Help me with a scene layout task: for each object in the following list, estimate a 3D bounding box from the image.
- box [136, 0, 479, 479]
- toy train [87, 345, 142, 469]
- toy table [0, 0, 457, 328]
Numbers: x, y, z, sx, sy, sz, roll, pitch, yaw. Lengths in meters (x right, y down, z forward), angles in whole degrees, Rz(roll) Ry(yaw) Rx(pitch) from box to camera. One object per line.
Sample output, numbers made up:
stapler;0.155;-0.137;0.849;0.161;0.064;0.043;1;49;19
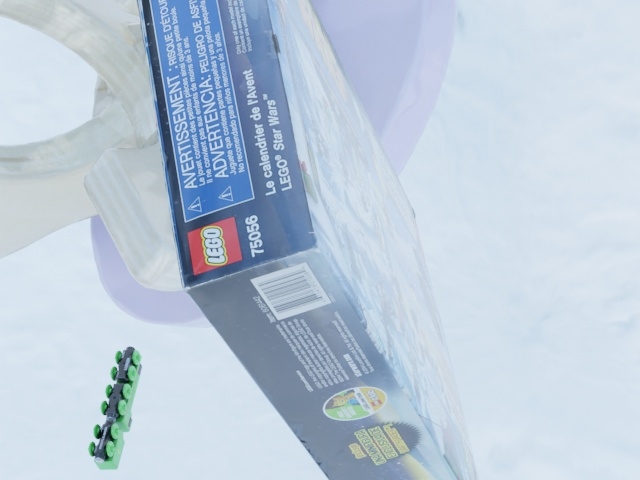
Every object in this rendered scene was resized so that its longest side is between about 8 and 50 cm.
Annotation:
box;0.000;0.000;0.392;0.027;0.137;0.094;-17;56;9
toy train;-0.122;0.102;1.139;0.017;0.023;0.083;-3;50;19
toy table;-0.076;-0.074;0.954;0.252;0.161;0.274;46;115;36
